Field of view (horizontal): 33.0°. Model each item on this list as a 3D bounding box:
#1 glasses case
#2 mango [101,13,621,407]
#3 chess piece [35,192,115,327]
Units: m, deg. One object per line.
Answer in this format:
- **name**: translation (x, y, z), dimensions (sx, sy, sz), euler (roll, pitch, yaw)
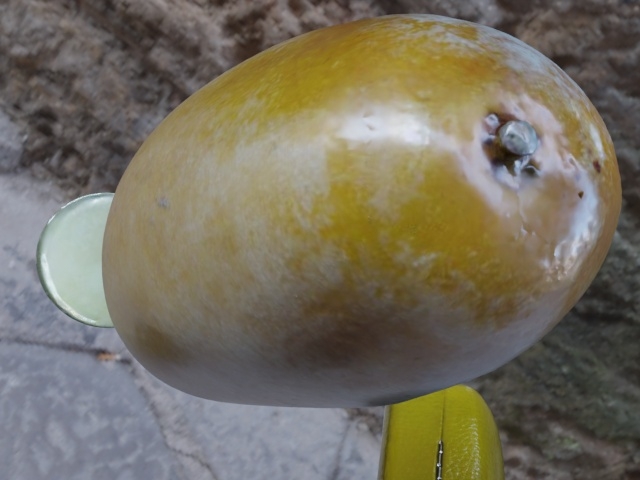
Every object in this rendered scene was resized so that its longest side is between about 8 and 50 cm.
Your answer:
- **glasses case**: translation (0.117, 0.322, 1.080), dimensions (0.141, 0.173, 0.371), euler (6, 48, 5)
- **mango**: translation (0.000, 0.000, 0.599), dimensions (0.221, 0.384, 0.198), euler (-10, 77, -30)
- **chess piece**: translation (-0.240, 0.024, 1.233), dimensions (0.144, 0.251, 0.144), euler (0, 88, -10)
